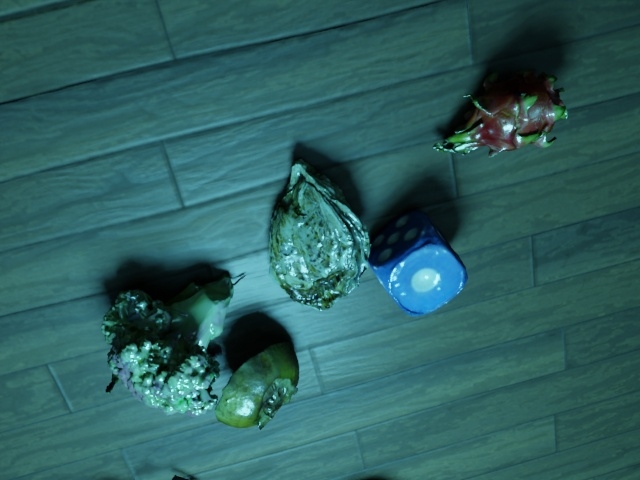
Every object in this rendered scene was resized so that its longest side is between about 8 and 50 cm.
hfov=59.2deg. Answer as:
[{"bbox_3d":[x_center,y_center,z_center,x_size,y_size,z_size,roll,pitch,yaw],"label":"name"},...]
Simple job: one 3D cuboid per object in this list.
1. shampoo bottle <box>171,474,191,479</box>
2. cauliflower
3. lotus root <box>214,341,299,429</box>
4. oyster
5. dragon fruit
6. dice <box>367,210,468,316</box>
[{"bbox_3d":[-0.324,0.650,1.263,0.153,0.071,0.284,17,106,-13],"label":"shampoo bottle"},{"bbox_3d":[-0.253,0.170,1.025,0.256,0.239,0.315,40,83,10],"label":"cauliflower"},{"bbox_3d":[-0.102,0.292,1.086,0.078,0.203,0.183,35,104,26],"label":"lotus root"},{"bbox_3d":[0.000,0.000,1.037,0.198,0.112,0.268,20,117,5],"label":"oyster"},{"bbox_3d":[0.308,-0.214,0.983,0.235,0.135,0.137,-11,121,14],"label":"dragon fruit"},{"bbox_3d":[0.180,0.042,1.053,0.143,0.146,0.146,-38,114,9],"label":"dice"}]
